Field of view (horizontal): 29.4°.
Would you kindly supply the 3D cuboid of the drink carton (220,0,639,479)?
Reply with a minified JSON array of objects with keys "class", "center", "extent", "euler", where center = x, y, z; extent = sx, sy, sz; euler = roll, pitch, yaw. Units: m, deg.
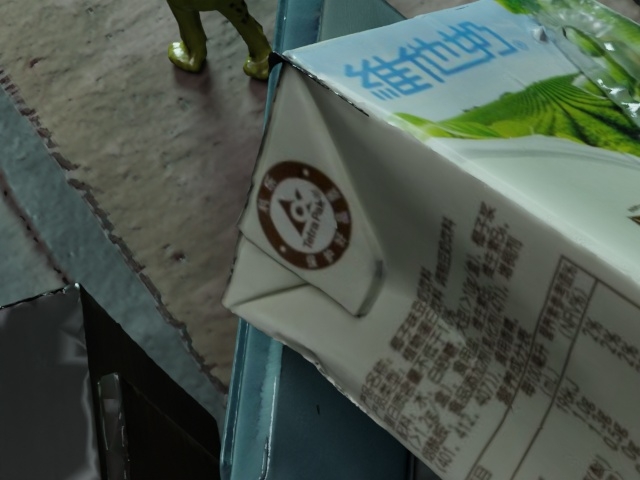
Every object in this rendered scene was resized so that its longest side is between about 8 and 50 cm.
[{"class":"drink carton","center":[0.145,0.038,0.450],"extent":[0.324,0.132,0.194],"euler":[37,38,27]}]

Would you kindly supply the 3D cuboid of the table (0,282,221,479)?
[{"class":"table","center":[-0.116,0.151,0.490],"extent":[0.172,0.169,0.193],"euler":[-17,60,7]}]

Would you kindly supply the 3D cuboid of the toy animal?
[{"class":"toy animal","center":[-0.034,-0.177,0.645],"extent":[0.073,0.136,0.181],"euler":[29,74,26]}]

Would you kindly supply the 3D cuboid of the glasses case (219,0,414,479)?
[{"class":"glasses case","center":[0.000,0.000,0.583],"extent":[0.056,0.105,0.266],"euler":[-16,57,38]}]
